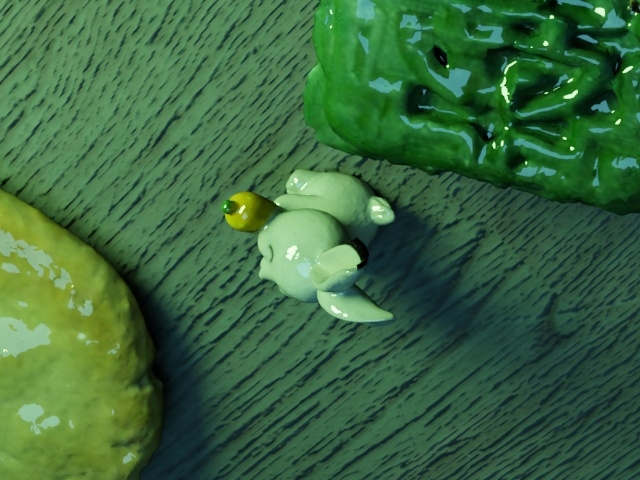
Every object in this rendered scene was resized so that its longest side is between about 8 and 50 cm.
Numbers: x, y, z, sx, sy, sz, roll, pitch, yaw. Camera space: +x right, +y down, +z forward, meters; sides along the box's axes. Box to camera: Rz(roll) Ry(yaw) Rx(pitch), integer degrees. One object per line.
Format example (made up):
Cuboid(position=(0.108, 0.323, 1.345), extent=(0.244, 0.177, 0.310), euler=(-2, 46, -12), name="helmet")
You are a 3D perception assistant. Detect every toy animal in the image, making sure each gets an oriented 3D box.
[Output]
Cuboid(position=(0.000, 0.000, 1.475), extent=(0.127, 0.182, 0.131), euler=(-19, 112, 23), name="toy animal")

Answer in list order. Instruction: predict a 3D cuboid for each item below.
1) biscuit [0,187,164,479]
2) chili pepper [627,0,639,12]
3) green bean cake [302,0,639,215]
Cuboid(position=(-0.365, 0.123, 1.677), extent=(0.446, 0.104, 0.429), euler=(30, 120, -2), name="biscuit")
Cuboid(position=(0.261, -0.242, 1.148), extent=(0.059, 0.050, 0.268), euler=(30, 137, 8), name="chili pepper")
Cuboid(position=(0.150, -0.191, 1.347), extent=(0.308, 0.169, 0.300), euler=(12, 120, 9), name="green bean cake")
